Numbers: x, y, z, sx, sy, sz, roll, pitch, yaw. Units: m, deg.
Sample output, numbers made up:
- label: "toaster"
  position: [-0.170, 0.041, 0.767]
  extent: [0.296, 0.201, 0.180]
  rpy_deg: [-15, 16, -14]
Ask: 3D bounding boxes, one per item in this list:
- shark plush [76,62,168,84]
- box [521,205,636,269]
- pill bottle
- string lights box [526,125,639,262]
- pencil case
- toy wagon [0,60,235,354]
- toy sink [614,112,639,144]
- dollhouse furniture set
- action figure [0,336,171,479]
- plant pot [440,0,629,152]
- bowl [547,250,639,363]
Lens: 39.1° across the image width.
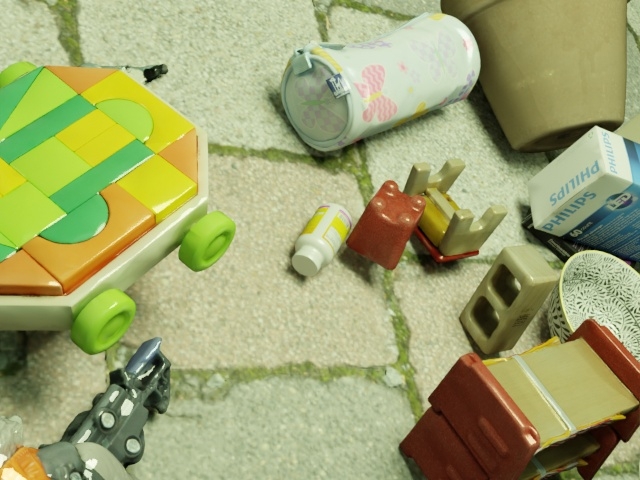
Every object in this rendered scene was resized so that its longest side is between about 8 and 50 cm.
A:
- label: "shark plush"
  position: [-0.224, -0.174, 0.937]
  extent: [0.067, 0.073, 0.161]
  rpy_deg: [29, 47, 30]
- label: "box"
  position: [0.351, -0.009, 1.199]
  extent: [0.162, 0.029, 0.116]
  rpy_deg: [39, 48, -3]
- label: "pill bottle"
  position: [0.000, 0.000, 0.965]
  extent: [0.043, 0.043, 0.083]
  rpy_deg: [38, 48, -5]
- label: "string lights box"
  position: [0.410, -0.042, 1.148]
  extent: [0.259, 0.133, 0.077]
  rpy_deg: [17, 53, -24]
- label: "pencil case"
  position: [0.077, -0.199, 1.097]
  extent: [0.273, 0.113, 0.124]
  rpy_deg: [-25, 84, -40]
- label: "toy wagon"
  position: [-0.251, -0.019, 0.755]
  extent: [0.267, 0.068, 0.344]
  rpy_deg: [37, 55, 17]
- label: "toy sink"
  position: [0.555, -0.140, 1.274]
  extent: [0.131, 0.234, 0.153]
  rpy_deg: [14, 53, -23]
- label: "dollhouse furniture set"
  position: [0.149, 0.092, 0.957]
  extent: [0.201, 0.152, 0.374]
  rpy_deg: [-8, 48, -35]
- label: "action figure"
  position: [-0.132, 0.211, 0.664]
  extent: [0.330, 0.178, 0.341]
  rpy_deg: [37, 48, -18]
- label: "plant pot"
  position: [0.309, -0.247, 1.205]
  extent: [0.263, 0.263, 0.229]
  rpy_deg: [-5, 80, -34]
- label: "bowl"
  position: [0.329, 0.104, 1.076]
  extent: [0.170, 0.080, 0.170]
  rpy_deg: [16, 53, -22]
